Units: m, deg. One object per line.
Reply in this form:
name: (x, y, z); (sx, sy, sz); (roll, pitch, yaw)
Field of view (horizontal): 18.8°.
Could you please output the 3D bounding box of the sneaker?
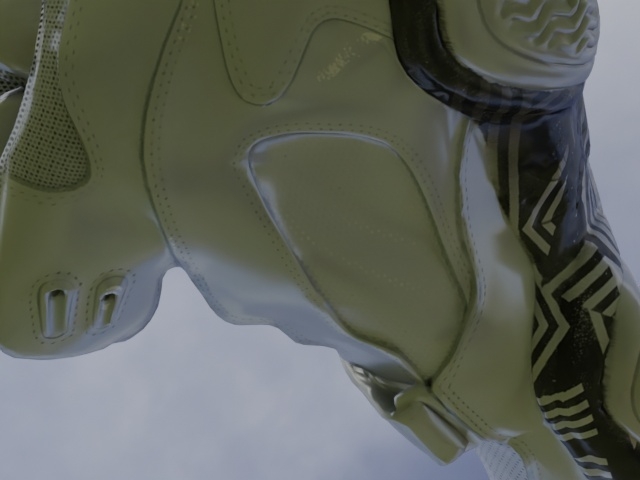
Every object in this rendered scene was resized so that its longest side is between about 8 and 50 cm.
sneaker: (0.000, 0.000, 0.679); (0.210, 0.137, 0.366); (-17, -51, 2)
